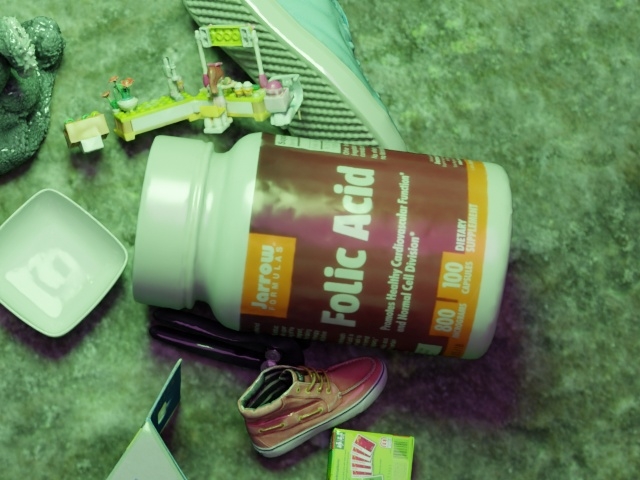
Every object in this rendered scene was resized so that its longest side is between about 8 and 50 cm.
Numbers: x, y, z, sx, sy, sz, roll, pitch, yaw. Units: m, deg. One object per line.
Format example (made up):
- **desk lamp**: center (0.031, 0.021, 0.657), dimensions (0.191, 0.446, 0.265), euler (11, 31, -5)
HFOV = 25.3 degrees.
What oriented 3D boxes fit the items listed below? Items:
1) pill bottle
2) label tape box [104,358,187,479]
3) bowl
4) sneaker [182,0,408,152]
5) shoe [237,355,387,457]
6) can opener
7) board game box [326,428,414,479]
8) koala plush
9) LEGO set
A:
- **pill bottle**: center (0.000, 0.000, 1.578), dimensions (0.392, 0.224, 0.224), euler (7, 74, -2)
- **label tape box**: center (-0.194, 0.308, 1.464), dimensions (0.106, 0.241, 0.334), euler (32, 74, 3)
- **bowl**: center (-0.306, 0.031, 1.627), dimensions (0.142, 0.053, 0.142), euler (39, 73, 5)
- **sneaker**: center (0.001, -0.227, 1.697), dimensions (0.366, 0.135, 0.150), euler (50, 56, -3)
- **shoe**: center (-0.008, 0.168, 1.600), dimensions (0.178, 0.081, 0.063), euler (-31, 42, -11)
- **can opener**: center (-0.105, 0.117, 1.633), dimensions (0.186, 0.073, 0.059), euler (9, 112, -1)
- **board game box**: center (0.050, 0.308, 1.596), dimensions (0.092, 0.043, 0.181), euler (7, 74, -4)
- **koala plush**: center (-0.388, -0.188, 1.591), dimensions (0.196, 0.221, 0.203), euler (0, 75, -7)
- **LEGO set**: center (-0.160, -0.181, 1.643), dimensions (0.287, 0.132, 0.107), euler (-5, 114, 12)
